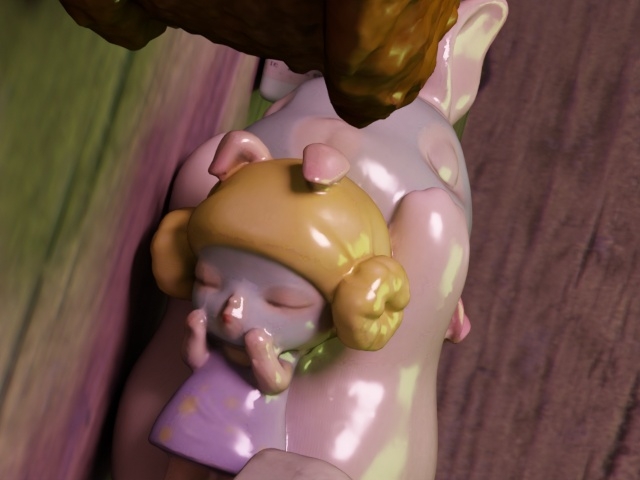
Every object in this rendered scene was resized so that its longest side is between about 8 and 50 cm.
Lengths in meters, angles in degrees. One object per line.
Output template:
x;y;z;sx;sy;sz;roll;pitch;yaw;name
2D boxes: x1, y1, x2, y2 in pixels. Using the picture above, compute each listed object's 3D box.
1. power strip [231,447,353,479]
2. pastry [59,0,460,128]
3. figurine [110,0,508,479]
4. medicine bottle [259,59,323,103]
-0.054;0.179;0.530;0.270;0.046;0.118;-47;135;-37;power strip
-0.001;-0.125;0.415;0.189;0.103;0.189;16;90;-83;pastry
0.000;0.000;0.669;0.155;0.127;0.236;20;84;-59;figurine
0.014;-0.117;0.791;0.074;0.055;0.118;-52;158;-72;medicine bottle
